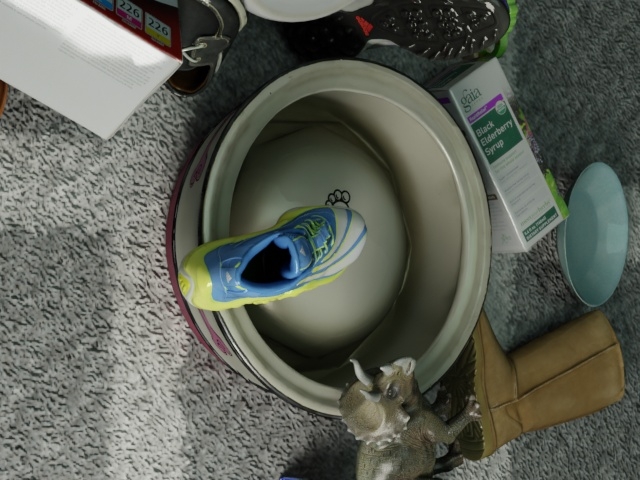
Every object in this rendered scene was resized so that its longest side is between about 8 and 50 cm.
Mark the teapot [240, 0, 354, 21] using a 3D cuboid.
[{"bbox_3d":[-0.042,-0.374,1.718,0.252,0.187,0.256,-33,144,-5],"label":"teapot"}]

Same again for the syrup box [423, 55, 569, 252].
[{"bbox_3d":[0.213,-0.108,2.027,0.093,0.096,0.237,-37,110,-30],"label":"syrup box"}]

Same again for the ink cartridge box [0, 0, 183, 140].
[{"bbox_3d":[-0.300,-0.290,1.568,0.309,0.130,0.272,30,32,-32],"label":"ink cartridge box"}]

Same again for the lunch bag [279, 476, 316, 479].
[{"bbox_3d":[0.033,0.334,1.843,0.129,0.151,0.096,19,76,-34],"label":"lunch bag"}]

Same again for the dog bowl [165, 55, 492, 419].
[{"bbox_3d":[0.000,0.000,1.837,0.408,0.150,0.408,2,86,-35],"label":"dog bowl"}]

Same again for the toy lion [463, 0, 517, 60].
[{"bbox_3d":[0.217,-0.281,2.038,0.034,0.096,0.100,-14,96,-35],"label":"toy lion"}]

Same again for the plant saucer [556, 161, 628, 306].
[{"bbox_3d":[0.358,-0.009,2.140,0.195,0.037,0.195,-5,96,-55],"label":"plant saucer"}]

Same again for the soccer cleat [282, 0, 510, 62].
[{"bbox_3d":[0.096,-0.271,1.816,0.116,0.318,0.109,-51,123,-32],"label":"soccer cleat"}]

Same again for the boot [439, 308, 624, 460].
[{"bbox_3d":[0.272,0.142,2.068,0.269,0.089,0.236,-19,109,-35],"label":"boot"}]

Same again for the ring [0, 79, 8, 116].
[{"bbox_3d":[-0.450,-0.195,1.483,0.336,0.032,0.337,19,43,-19],"label":"ring"}]

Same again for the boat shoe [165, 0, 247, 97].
[{"bbox_3d":[-0.133,-0.219,1.712,0.084,0.233,0.079,27,74,-1],"label":"boat shoe"}]

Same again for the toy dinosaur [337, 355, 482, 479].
[{"bbox_3d":[0.095,0.249,1.765,0.160,0.121,0.314,-11,111,-23],"label":"toy dinosaur"}]

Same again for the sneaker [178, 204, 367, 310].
[{"bbox_3d":[-0.023,0.020,1.651,0.240,0.126,0.091,-22,100,-34],"label":"sneaker"}]
